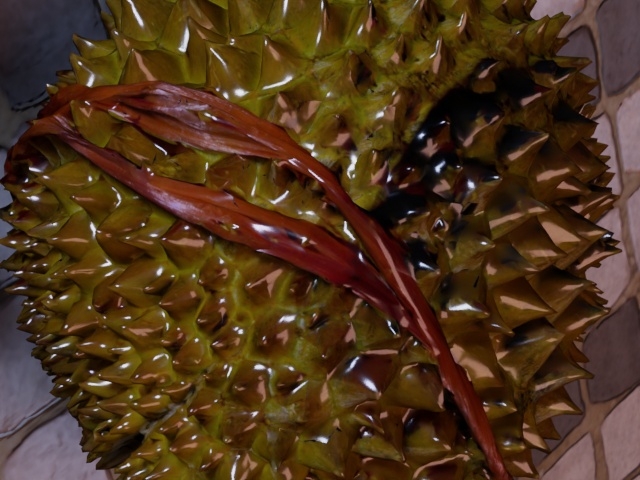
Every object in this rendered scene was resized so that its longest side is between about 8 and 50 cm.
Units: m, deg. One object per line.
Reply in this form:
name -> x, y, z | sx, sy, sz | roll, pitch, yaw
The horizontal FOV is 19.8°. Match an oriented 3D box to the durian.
durian -> 0.002, 0.004, 0.973 | 0.384, 0.347, 0.348 | -79, 151, -45
